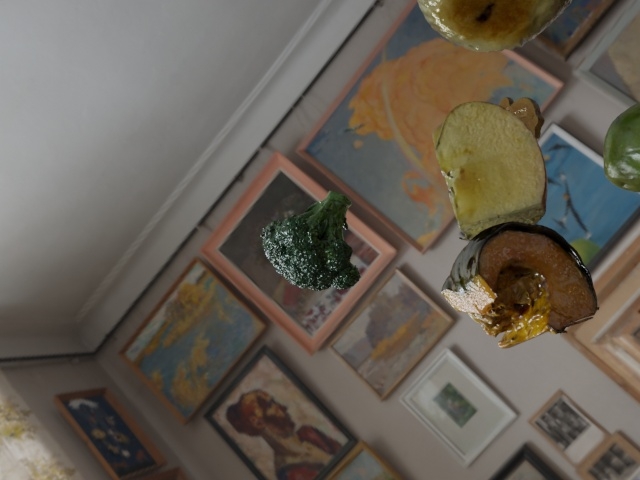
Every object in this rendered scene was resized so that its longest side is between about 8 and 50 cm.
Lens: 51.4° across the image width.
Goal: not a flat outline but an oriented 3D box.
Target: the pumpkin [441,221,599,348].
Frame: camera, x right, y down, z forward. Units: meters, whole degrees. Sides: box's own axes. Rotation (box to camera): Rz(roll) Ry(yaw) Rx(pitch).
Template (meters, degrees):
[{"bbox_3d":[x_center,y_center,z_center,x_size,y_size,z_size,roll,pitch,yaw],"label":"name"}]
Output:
[{"bbox_3d":[0.452,0.103,1.525,0.256,0.303,0.225,-47,-1,-32],"label":"pumpkin"}]

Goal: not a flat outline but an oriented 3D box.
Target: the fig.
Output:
[{"bbox_3d":[0.819,-0.210,1.522,0.233,0.314,0.233,-26,-58,-53],"label":"fig"}]

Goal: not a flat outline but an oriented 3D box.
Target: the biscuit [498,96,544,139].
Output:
[{"bbox_3d":[0.597,-0.360,2.061,0.035,0.184,0.249,4,-6,-26],"label":"biscuit"}]

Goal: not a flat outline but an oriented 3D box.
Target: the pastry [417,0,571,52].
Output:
[{"bbox_3d":[0.412,-0.640,1.549,0.388,0.388,0.313,107,177,-48],"label":"pastry"}]

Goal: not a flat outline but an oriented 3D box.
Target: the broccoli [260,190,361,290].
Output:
[{"bbox_3d":[0.000,0.000,1.667,0.269,0.269,0.254,-34,15,-30],"label":"broccoli"}]

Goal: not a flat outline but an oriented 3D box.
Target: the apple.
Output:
[{"bbox_3d":[0.406,-0.169,1.661,0.252,0.309,0.314,0,-21,-21],"label":"apple"}]
